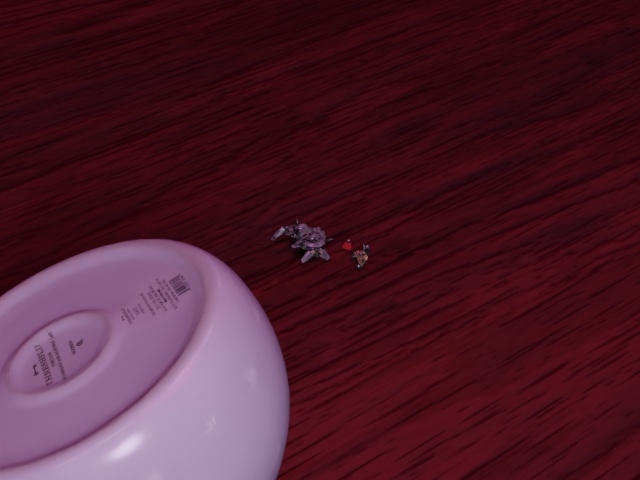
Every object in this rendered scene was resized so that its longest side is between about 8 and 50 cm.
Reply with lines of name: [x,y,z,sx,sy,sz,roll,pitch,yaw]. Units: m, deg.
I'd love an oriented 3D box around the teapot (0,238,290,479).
teapot: [-0.119,0.133,1.117,0.253,0.187,0.256,-6,39,32]

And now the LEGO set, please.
LEGO set: [0.001,-0.001,1.523,0.083,0.023,0.054,4,30,-8]
